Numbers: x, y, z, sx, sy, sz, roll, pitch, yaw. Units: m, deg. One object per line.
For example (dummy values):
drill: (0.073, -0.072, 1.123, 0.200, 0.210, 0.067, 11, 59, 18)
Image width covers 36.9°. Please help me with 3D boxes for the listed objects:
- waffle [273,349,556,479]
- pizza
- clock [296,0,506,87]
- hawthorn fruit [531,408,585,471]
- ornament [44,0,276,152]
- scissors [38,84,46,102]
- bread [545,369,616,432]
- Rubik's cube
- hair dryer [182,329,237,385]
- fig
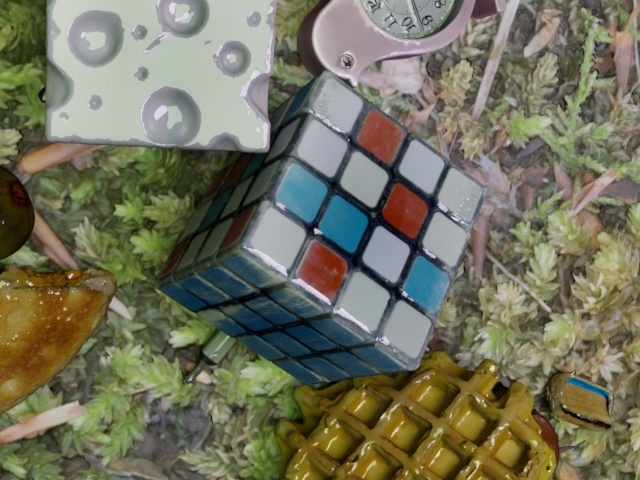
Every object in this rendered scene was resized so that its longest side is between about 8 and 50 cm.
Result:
waffle: (0.126, 0.324, 1.221, 0.380, 0.095, 0.382, -14, 61, 3)
pizza: (-0.411, 0.108, 1.157, 0.336, 0.086, 0.226, -34, 127, -8)
clock: (0.066, -0.363, 1.250, 0.275, 0.080, 0.290, -33, 103, -9)
hawthorn fruit: (0.272, 0.301, 1.348, 0.189, 0.149, 0.149, 35, 87, -12)
ornament: (-0.190, -0.231, 1.098, 0.239, 0.240, 0.239, 1, 99, -14)
scissors: (-0.262, -0.240, 1.210, 0.220, 0.017, 0.088, -36, 106, -7)
bread: (0.384, 0.240, 1.421, 0.106, 0.053, 0.072, 24, 67, -19)
Rubik's cube: (-0.001, 0.000, 1.150, 0.256, 0.259, 0.253, 35, 64, -18)
hair dryer: (-0.113, 0.124, 1.281, 0.100, 0.057, 0.197, 41, 94, -15)
fig: (-0.453, -0.003, 1.152, 0.236, 0.124, 0.124, -32, 104, 12)
